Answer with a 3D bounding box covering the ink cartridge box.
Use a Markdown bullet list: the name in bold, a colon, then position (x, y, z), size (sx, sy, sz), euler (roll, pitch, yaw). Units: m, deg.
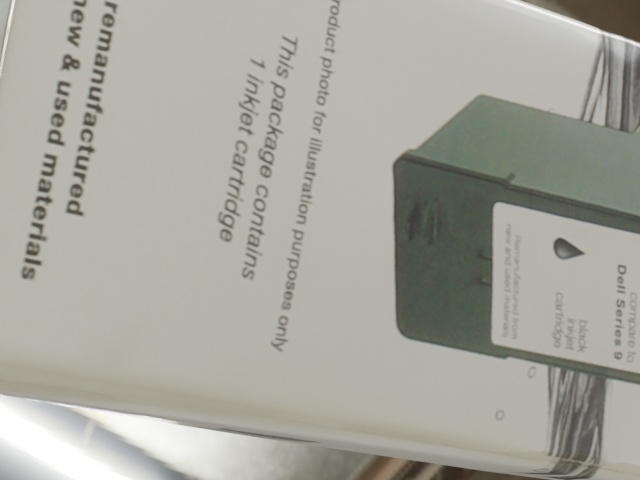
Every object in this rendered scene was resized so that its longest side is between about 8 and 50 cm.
- **ink cartridge box**: position (0.000, 0.000, 0.488), size (0.289, 0.122, 0.211), euler (13, -8, -31)
